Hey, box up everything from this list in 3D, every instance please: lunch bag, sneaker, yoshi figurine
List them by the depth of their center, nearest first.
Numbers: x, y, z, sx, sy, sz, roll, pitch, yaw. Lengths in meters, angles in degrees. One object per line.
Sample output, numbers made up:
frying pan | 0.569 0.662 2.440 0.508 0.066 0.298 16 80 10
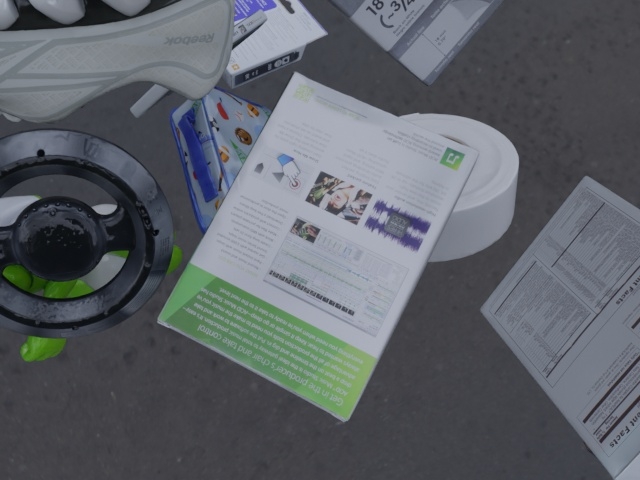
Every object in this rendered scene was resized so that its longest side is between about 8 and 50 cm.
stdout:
sneaker | -0.181 -0.103 0.326 0.292 0.118 0.110 -7 57 -7
yoshi figurine | -0.355 0.035 0.859 0.362 0.203 0.203 1 100 -47
lunch bag | -0.144 -0.126 1.193 0.243 0.115 0.303 8 56 -52

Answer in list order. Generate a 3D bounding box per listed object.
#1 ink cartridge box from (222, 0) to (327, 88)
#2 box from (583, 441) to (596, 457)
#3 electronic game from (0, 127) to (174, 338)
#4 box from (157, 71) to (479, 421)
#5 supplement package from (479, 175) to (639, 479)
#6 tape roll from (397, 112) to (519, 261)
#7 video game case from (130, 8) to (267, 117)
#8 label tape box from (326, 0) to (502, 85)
ink cartridge box | -0.128 -0.397 1.242 0.208 0.045 0.206 -29 70 -20
box | 0.429 0.253 0.884 0.137 0.094 0.027 -38 123 -7
electronic game | -0.267 -0.002 0.695 0.229 0.229 0.048 2 20 -17
box | 0.000 0.000 0.744 0.232 0.058 0.322 26 80 11
supplement package | 0.342 0.103 0.687 0.199 0.198 0.262 27 17 -25
tape roll | 0.174 -0.095 1.103 0.286 0.100 0.286 -5 41 4
video game case | -0.183 -0.259 1.004 0.173 0.190 0.022 -46 107 -32
label tape box | 0.085 -0.375 0.791 0.334 0.240 0.106 29 19 -37
